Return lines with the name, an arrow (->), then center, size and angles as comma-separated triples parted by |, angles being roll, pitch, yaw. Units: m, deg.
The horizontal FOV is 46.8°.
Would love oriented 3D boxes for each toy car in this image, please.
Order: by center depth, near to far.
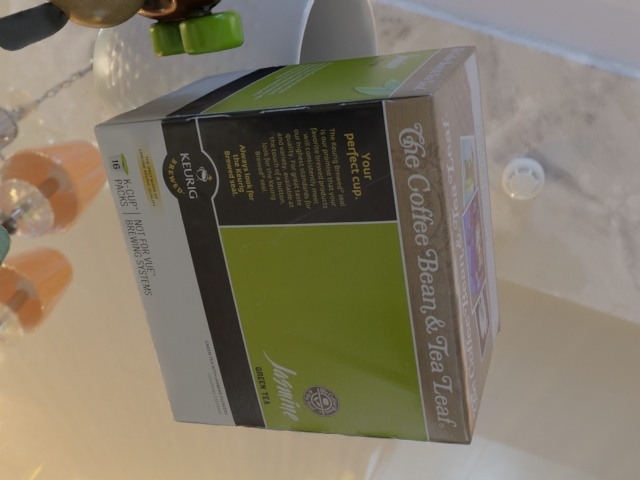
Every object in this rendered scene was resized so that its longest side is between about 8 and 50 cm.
toy car -> -0.177, -0.216, 0.591 | 0.149, 0.188, 0.155 | 20, -55, 56

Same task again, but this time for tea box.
tea box -> 0.000, 0.000, 0.749 | 0.323, 0.220, 0.329 | 0, -66, 22

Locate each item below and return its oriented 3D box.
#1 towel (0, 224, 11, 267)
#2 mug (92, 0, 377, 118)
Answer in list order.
towel -> -0.258, 0.028, 0.295 | 0.038, 0.325, 0.248 | -25, -52, 15
mug -> -0.107, -0.262, 1.015 | 0.328, 0.374, 0.276 | 9, -29, 22
